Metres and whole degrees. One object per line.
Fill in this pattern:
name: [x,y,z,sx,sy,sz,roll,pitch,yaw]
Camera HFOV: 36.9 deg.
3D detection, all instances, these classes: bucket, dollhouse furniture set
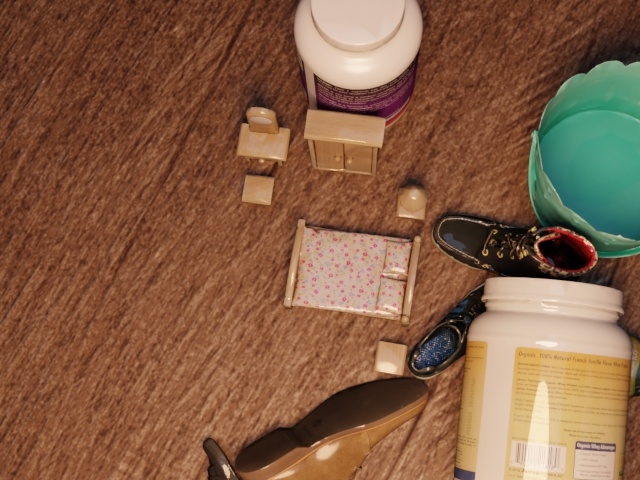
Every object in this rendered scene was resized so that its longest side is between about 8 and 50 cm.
bucket: [0.444,-0.111,1.431,0.281,0.183,0.281,-1,78,3]
dollhouse furniture set: [0.000,0.000,1.429,0.303,0.174,0.355,8,79,4]

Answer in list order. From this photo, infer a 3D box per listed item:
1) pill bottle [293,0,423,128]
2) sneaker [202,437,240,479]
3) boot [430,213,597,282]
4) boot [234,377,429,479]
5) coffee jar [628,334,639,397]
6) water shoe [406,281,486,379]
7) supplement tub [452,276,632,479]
pill bottle: [0.056,-0.281,1.407,0.182,0.323,0.181,0,79,2]
sneaker: [-0.152,0.385,1.417,0.089,0.051,0.170,-32,83,-9]
boot: [0.284,0.005,1.414,0.237,0.178,0.085,22,80,5]
boot: [0.032,0.305,1.421,0.305,0.112,0.115,-26,109,-8]
coffee jar: [0.503,0.194,1.419,0.185,0.079,0.096,7,79,4]
water shoe: [0.217,0.135,1.440,0.203,0.080,0.073,-43,81,-7]
supplement tub: [0.311,0.219,1.336,0.229,0.228,0.316,7,83,3]
